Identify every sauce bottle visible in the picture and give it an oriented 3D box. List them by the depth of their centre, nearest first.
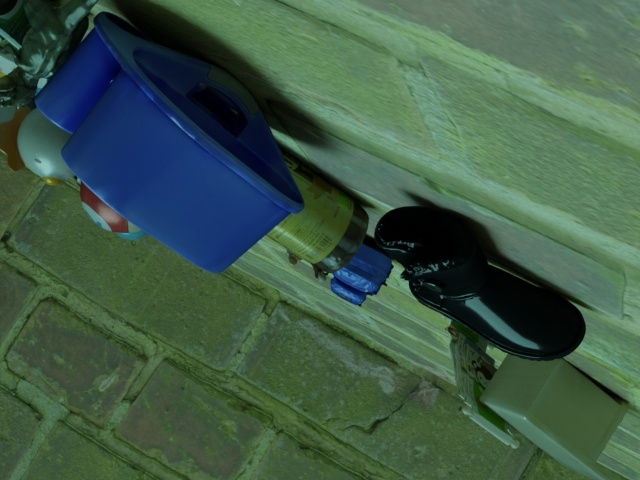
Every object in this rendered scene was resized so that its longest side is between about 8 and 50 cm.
[{"bbox_3d":[-0.093,-0.083,1.627,0.344,0.111,0.111,33,172,-23],"label":"sauce bottle"}]

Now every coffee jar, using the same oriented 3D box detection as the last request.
[{"bbox_3d":[-0.376,-0.281,1.458,0.184,0.096,0.079,36,168,-33],"label":"coffee jar"}]

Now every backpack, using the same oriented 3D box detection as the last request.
[{"bbox_3d":[0.064,0.049,1.952,0.098,0.101,0.120,23,169,2],"label":"backpack"}]

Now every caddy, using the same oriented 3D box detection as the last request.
[{"bbox_3d":[-0.157,-0.121,1.398,0.341,0.179,0.241,38,-167,-46],"label":"caddy"}]

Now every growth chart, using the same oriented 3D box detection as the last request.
[{"bbox_3d":[0.288,0.251,2.189,0.172,0.021,0.237,30,-143,-37],"label":"growth chart"}]

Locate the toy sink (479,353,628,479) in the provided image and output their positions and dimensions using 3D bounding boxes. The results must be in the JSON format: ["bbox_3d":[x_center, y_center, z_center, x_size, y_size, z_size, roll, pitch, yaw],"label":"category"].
[{"bbox_3d":[0.422,0.297,2.100,0.234,0.131,0.153,38,170,-20],"label":"toy sink"}]

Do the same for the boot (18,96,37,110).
[{"bbox_3d":[-0.464,-0.211,2.182,0.223,0.118,0.338,26,173,36],"label":"boot"}]

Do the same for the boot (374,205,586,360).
[{"bbox_3d":[0.194,0.053,1.482,0.247,0.094,0.207,23,168,24],"label":"boot"}]

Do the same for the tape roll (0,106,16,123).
[{"bbox_3d":[-0.694,-0.263,2.335,0.219,0.219,0.072,32,171,-11],"label":"tape roll"}]

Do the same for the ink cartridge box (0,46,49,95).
[{"bbox_3d":[-0.462,-0.279,1.740,0.181,0.061,0.104,26,164,-8],"label":"ink cartridge box"}]

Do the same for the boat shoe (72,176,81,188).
[{"bbox_3d":[-0.409,-0.101,2.199,0.190,0.068,0.072,31,177,45],"label":"boat shoe"}]

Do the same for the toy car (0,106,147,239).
[{"bbox_3d":[-0.357,-0.120,1.777,0.238,0.210,0.219,4,165,-4],"label":"toy car"}]

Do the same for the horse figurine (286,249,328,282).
[{"bbox_3d":[-0.071,-0.022,1.993,0.263,0.066,0.174,41,-172,-9],"label":"horse figurine"}]

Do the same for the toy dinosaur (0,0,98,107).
[{"bbox_3d":[-0.296,-0.249,1.306,0.064,0.268,0.118,-14,-109,-46],"label":"toy dinosaur"}]
